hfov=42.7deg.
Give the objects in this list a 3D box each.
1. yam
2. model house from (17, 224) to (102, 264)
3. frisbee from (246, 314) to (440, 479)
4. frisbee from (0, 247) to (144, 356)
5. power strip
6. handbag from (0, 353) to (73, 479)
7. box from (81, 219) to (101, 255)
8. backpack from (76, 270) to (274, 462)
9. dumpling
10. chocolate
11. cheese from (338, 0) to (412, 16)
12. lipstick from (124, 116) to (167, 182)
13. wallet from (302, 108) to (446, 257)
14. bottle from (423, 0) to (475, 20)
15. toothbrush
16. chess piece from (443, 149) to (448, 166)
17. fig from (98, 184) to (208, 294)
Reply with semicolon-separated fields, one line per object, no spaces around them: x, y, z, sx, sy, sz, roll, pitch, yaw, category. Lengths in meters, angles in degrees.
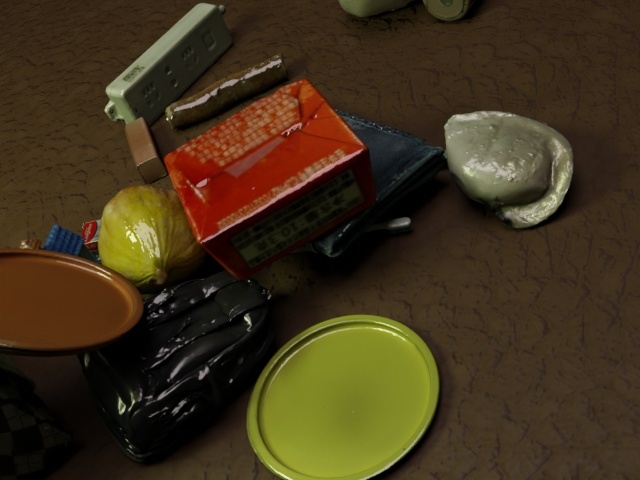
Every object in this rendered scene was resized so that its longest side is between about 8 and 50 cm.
-0.169;-0.268;1.474;0.241;0.057;0.057;-26;42;-1;yam
-0.408;0.036;1.213;0.148;0.148;0.119;-9;44;14;model house
0.025;0.184;0.957;0.236;0.017;0.236;-13;43;13;frisbee
-0.332;0.067;0.954;0.251;0.021;0.251;12;22;-5;frisbee
-0.279;-0.342;1.565;0.058;0.098;0.338;17;57;36;power strip
-0.510;0.124;1.057;0.180;0.317;0.416;-48;48;-4;handbag
-0.273;-0.019;1.284;0.218;0.039;0.055;-12;45;15;box
-0.174;0.136;1.030;0.258;0.133;0.206;-34;46;-20;backpack
0.248;-0.103;1.081;0.150;0.092;0.176;-29;42;-2;dumpling
-0.067;-0.083;1.084;0.237;0.108;0.235;-30;39;-4;chocolate
0.118;-0.503;1.481;0.189;0.198;0.154;-7;78;-1;cheese
-0.309;-0.160;1.438;0.045;0.045;0.145;-25;41;-3;lipstick
-0.011;-0.097;1.204;0.237;0.075;0.342;-40;41;-21;wallet
0.250;-0.466;1.445;0.099;0.099;0.152;12;50;34;bottle
0.000;0.000;1.145;0.263;0.026;0.022;-10;54;16;toothbrush
0.205;-0.141;1.182;0.093;0.042;0.042;-39;44;-8;chess piece
-0.226;0.014;1.107;0.159;0.159;0.257;-28;21;-3;fig
